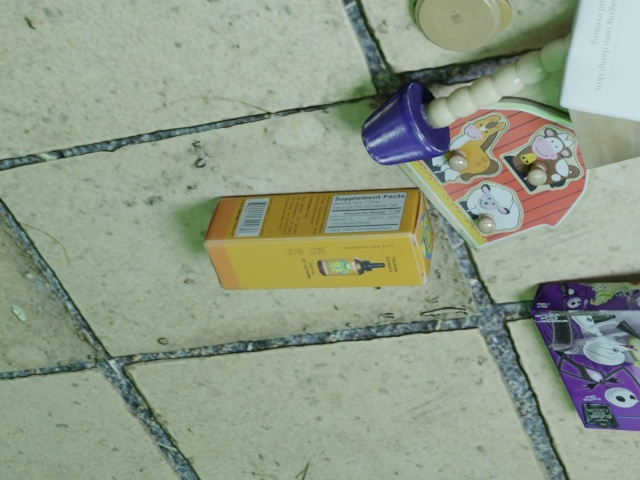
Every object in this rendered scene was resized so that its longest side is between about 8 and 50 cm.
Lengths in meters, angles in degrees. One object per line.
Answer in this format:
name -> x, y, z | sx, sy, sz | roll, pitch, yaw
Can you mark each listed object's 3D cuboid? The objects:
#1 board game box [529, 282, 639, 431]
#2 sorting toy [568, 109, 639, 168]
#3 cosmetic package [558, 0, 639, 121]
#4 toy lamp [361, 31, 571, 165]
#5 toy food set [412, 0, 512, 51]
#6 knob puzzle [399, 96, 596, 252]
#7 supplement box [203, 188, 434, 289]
board game box -> 0.415, 0.128, 1.470 | 0.347, 0.056, 0.208 | -2, 138, 34
sorting toy -> 0.283, -0.128, 1.221 | 0.132, 0.046, 0.274 | -15, 155, 12
cosmetic package -> 0.376, -0.172, 0.961 | 0.385, 0.156, 0.217 | 13, 111, 10
toy lamp -> 0.161, -0.143, 1.295 | 0.275, 0.080, 0.080 | -23, 124, 28
toy food set -> 0.127, -0.210, 1.282 | 0.082, 0.020, 0.083 | 37, 132, -20
knob puzzle -> 0.189, -0.068, 1.398 | 0.213, 0.030, 0.213 | 8, 135, 8
supplement box -> 0.000, 0.000, 1.487 | 0.233, 0.080, 0.078 | 0, 135, 18
